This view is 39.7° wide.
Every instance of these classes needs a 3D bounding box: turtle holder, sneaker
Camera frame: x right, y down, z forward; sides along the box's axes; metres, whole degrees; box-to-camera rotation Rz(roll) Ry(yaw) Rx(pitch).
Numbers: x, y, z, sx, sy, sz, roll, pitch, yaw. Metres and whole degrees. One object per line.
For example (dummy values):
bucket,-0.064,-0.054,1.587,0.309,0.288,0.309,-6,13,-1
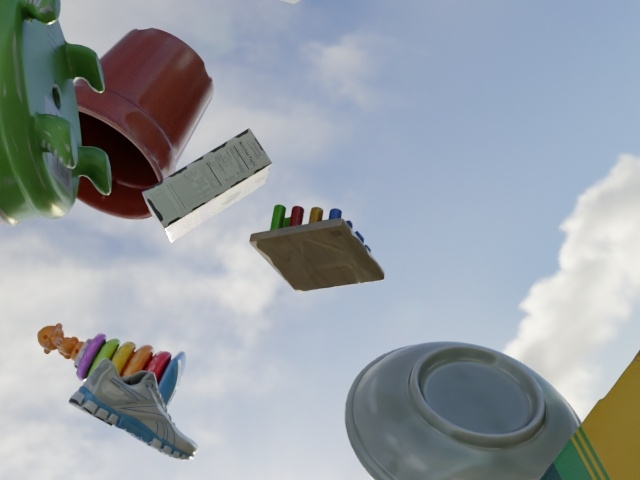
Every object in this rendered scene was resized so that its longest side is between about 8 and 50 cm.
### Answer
turtle holder,-0.365,-0.172,0.936,0.243,0.227,0.320,-102,4,-77
sneaker,-0.216,0.211,1.111,0.190,0.071,0.083,41,-113,-35

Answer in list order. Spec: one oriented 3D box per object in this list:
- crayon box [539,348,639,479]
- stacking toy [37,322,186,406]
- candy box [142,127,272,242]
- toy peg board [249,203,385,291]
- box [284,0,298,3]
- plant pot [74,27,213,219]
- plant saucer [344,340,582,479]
crayon box,0.228,0.104,0.423,0.278,0.165,0.081,-49,-31,-11
stacking toy,-0.436,0.254,1.798,0.166,0.302,0.175,-166,102,-88
candy box,-0.180,-0.086,1.425,0.196,0.070,0.165,-33,-3,-10
toy peg board,0.000,0.000,1.393,0.161,0.160,0.079,49,-141,-46
box,0.002,-0.490,1.362,0.232,0.149,0.127,-26,0,20
plant pot,-0.338,-0.226,1.590,0.272,0.272,0.265,90,-158,-52
plant saucer,0.241,0.271,1.408,0.400,0.400,0.100,-30,-41,-42
